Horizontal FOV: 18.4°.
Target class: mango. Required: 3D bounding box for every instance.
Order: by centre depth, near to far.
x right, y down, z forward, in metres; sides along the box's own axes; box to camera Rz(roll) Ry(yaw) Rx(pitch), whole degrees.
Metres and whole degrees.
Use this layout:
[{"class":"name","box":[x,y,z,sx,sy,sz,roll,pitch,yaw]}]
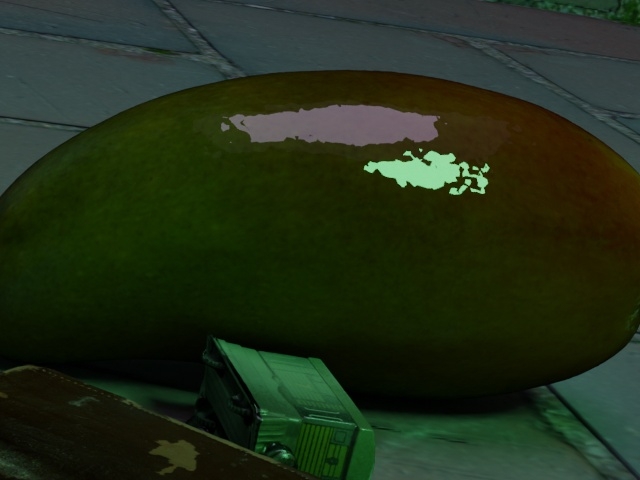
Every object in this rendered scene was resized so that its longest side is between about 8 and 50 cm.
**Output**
[{"class":"mango","box":[0.003,-0.003,0.816,0.289,0.146,0.129,4,60,-23]}]

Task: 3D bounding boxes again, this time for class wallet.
[{"class":"wallet","box":[-0.061,0.086,0.659,0.176,0.026,0.095,17,21,29]}]

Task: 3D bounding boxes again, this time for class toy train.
[{"class":"toy train","box":[-0.016,0.067,0.738,0.056,0.038,0.093,8,14,-18]}]
